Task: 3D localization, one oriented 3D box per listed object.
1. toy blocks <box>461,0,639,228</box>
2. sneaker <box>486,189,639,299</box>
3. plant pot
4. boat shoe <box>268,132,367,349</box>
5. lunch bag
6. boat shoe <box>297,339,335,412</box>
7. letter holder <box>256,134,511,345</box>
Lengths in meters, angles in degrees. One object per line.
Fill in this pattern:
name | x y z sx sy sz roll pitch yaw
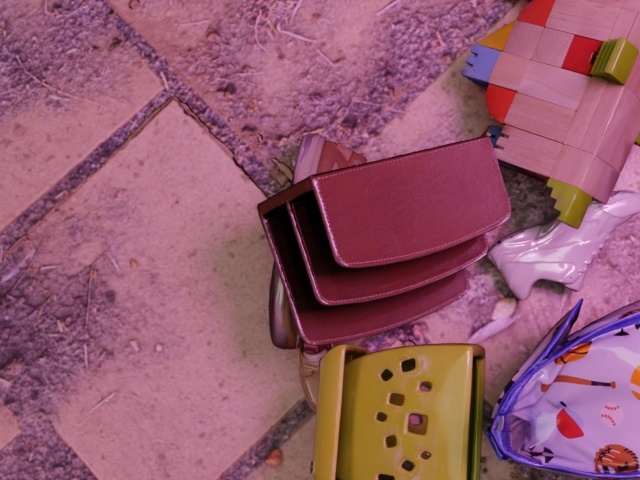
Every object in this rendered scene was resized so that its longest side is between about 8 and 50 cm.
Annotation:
toy blocks | 0.324 -0.232 1.457 0.261 0.190 0.381 25 94 38
sneaker | 0.360 0.010 1.489 0.232 0.090 0.115 -27 87 11
plant pot | 0.108 0.245 1.415 0.207 0.228 0.227 3 84 13
boat shoe | 0.000 0.000 1.486 0.116 0.123 0.324 12 71 -2
lunch bag | 0.396 0.185 1.332 0.385 0.328 0.239 -20 78 7
boat shoe | -0.007 0.167 1.515 0.063 0.059 0.170 -9 81 6
letter holder | 0.103 0.005 1.399 0.301 0.152 0.214 -15 86 -33
